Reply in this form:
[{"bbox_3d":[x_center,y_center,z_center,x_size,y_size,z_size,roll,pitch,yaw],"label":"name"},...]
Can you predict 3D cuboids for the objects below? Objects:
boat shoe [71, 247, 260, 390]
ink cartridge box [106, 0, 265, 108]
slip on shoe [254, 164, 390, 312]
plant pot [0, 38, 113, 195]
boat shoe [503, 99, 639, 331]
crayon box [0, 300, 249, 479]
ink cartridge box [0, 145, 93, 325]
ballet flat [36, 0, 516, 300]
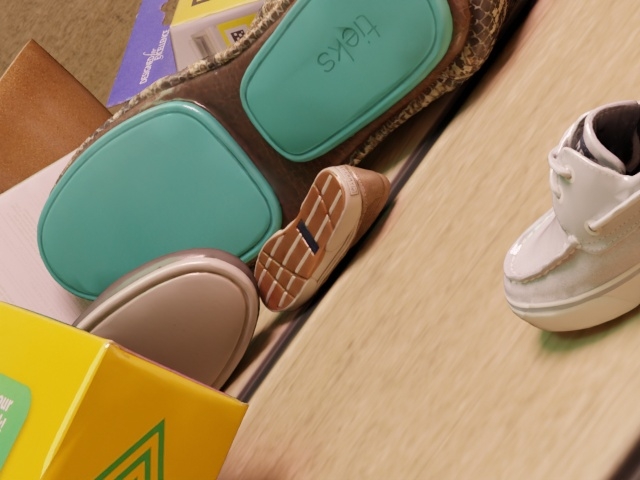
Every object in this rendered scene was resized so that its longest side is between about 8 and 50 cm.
[{"bbox_3d":[-0.150,0.099,0.940,0.335,0.112,0.095,-50,19,34],"label":"boat shoe"},{"bbox_3d":[-0.036,-0.262,1.110,0.307,0.072,0.303,-12,39,15],"label":"ink cartridge box"},{"bbox_3d":[0.000,0.000,0.823,0.051,0.041,0.135,58,138,27],"label":"slip on shoe"},{"bbox_3d":[-0.259,-0.039,1.307,0.237,0.254,0.237,-51,14,18],"label":"plant pot"},{"bbox_3d":[0.116,-0.024,0.445,0.184,0.063,0.066,-34,25,54],"label":"boat shoe"},{"bbox_3d":[-0.231,0.189,0.754,0.363,0.106,0.313,10,71,55],"label":"crayon box"},{"bbox_3d":[-0.238,0.041,1.085,0.235,0.171,0.056,-38,2,-36],"label":"ink cartridge box"},{"bbox_3d":[-0.024,-0.094,0.944,0.483,0.164,0.182,-35,3,41],"label":"ballet flat"}]
